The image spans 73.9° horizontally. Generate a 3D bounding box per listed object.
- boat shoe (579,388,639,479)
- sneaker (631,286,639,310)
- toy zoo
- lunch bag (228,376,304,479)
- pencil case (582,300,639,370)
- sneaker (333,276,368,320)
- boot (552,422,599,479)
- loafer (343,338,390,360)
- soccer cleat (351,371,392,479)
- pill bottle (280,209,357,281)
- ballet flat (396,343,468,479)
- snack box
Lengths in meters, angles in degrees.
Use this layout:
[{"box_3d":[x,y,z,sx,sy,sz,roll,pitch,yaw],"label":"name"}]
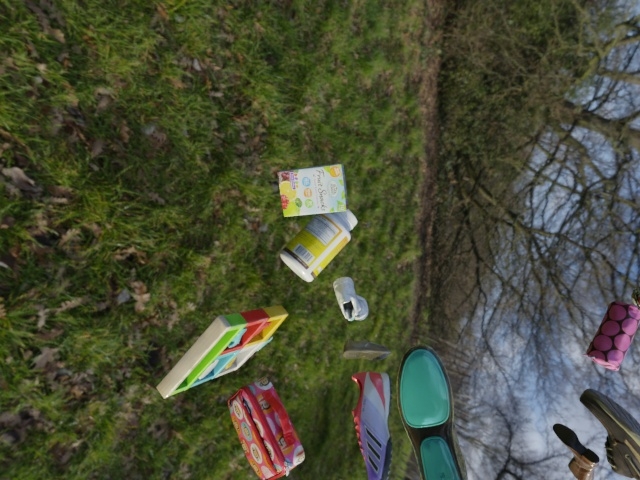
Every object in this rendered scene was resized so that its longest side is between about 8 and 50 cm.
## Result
[{"box_3d":[0.818,0.565,1.118,0.132,0.355,0.130,15,122,-49],"label":"boat shoe"},{"box_3d":[0.816,0.158,1.041,0.225,0.092,0.088,-11,90,-46],"label":"sneaker"},{"box_3d":[-0.178,0.218,0.890,0.192,0.030,0.293,-48,162,12],"label":"toy zoo"},{"box_3d":[-0.168,0.591,1.349,0.120,0.293,0.258,-16,157,-39],"label":"lunch bag"},{"box_3d":[0.915,0.292,1.331,0.095,0.098,0.209,32,85,-29],"label":"pencil case"},{"box_3d":[0.089,0.197,1.228,0.212,0.080,0.094,57,18,-48],"label":"sneaker"},{"box_3d":[0.554,0.472,0.937,0.037,0.106,0.114,-27,129,-11],"label":"boot"},{"box_3d":[0.133,0.309,1.222,0.050,0.148,0.056,-101,-149,-42],"label":"loafer"},{"box_3d":[0.141,0.539,1.221,0.108,0.116,0.318,101,-5,-61],"label":"soccer cleat"},{"box_3d":[0.000,0.000,1.157,0.215,0.117,0.117,-46,158,-11],"label":"pill bottle"},{"box_3d":[0.242,0.402,0.928,0.123,0.123,0.348,29,49,-72],"label":"ballet flat"},{"box_3d":[-0.016,-0.109,0.920,0.037,0.141,0.100,-52,136,-70],"label":"snack box"}]
